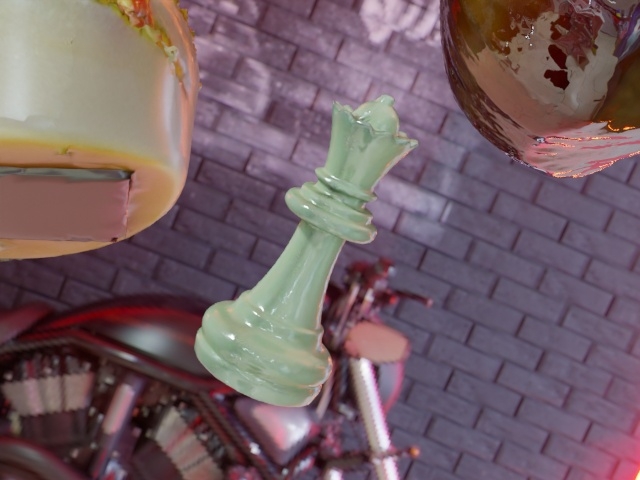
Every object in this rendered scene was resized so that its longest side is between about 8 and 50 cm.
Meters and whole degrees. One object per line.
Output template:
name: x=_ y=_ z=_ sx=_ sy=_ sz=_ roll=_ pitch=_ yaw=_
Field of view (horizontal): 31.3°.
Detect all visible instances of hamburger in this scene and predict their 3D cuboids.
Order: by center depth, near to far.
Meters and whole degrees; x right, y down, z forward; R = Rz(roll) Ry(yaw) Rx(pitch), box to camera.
hamburger: x=-0.216 y=-0.104 z=0.775 sx=0.276 sy=0.179 sz=0.294 roll=1 pitch=-21 yaw=-10

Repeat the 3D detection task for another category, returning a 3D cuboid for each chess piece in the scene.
chess piece: x=0.000 y=0.000 z=0.335 sx=0.042 sy=0.093 sz=0.042 roll=26 pitch=11 yaw=-5

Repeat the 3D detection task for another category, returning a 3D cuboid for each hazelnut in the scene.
hazelnut: x=0.164 y=-0.149 z=0.691 sx=0.217 sy=0.217 sz=0.251 roll=27 pitch=19 yaw=22
